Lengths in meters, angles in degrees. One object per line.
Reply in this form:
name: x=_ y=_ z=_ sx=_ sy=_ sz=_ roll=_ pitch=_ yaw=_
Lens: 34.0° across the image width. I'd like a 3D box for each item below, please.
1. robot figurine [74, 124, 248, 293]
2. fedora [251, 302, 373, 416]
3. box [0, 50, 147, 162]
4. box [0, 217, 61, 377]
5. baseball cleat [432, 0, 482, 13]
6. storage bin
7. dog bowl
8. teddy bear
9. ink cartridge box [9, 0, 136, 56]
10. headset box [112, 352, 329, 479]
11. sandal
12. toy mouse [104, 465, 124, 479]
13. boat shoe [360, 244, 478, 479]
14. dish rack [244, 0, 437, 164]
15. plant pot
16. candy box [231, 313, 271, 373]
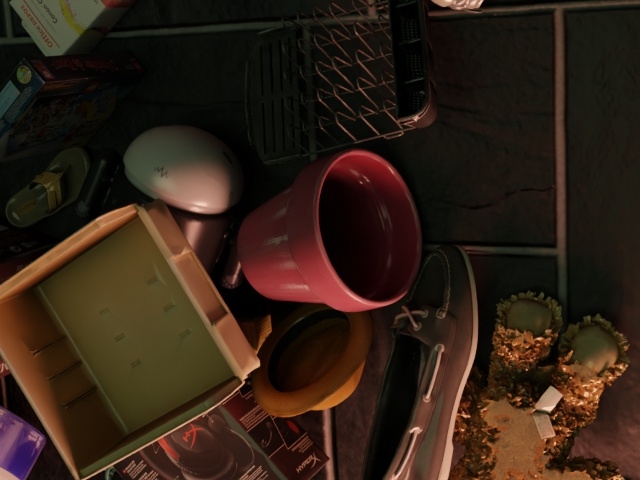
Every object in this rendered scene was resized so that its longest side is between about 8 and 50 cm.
robot figurine: x=-0.211 y=-0.023 z=1.426 sx=0.173 sy=0.209 sz=0.278 roll=53 pitch=126 yaw=50
fedora: x=0.001 y=0.165 z=1.403 sx=0.194 sy=0.194 sz=0.079 roll=-19 pitch=134 yaw=26
box: x=-0.355 y=-0.183 z=1.415 sx=0.044 sy=0.233 sz=0.159 roll=49 pitch=116 yaw=7
box: x=-0.519 y=0.084 z=1.585 sx=0.167 sy=0.168 sz=0.203 roll=19 pitch=109 yaw=18
baseball cleat: x=0.191 y=-0.372 z=1.230 sx=0.109 sy=0.072 sz=0.206 roll=14 pitch=104 yaw=-3
storage bin: x=-0.252 y=0.121 z=1.313 sx=0.260 sy=0.123 sz=0.262 roll=-31 pitch=90 yaw=27
dog bowl: x=-0.560 y=0.289 z=1.600 sx=0.265 sy=0.265 sz=0.104 roll=20 pitch=67 yaw=19
teddy bear: x=0.261 y=0.231 z=1.317 sx=0.245 sy=0.113 sz=0.338 roll=5 pitch=96 yaw=17
ink cartridge box: x=-0.354 y=-0.331 z=1.474 sx=0.198 sy=0.067 sz=0.115 roll=-41 pitch=84 yaw=26
headset box: x=-0.169 y=0.272 z=1.446 sx=0.293 sy=0.110 sz=0.218 roll=47 pitch=116 yaw=8
sandal: x=-0.411 y=-0.074 z=1.565 sx=0.180 sy=0.049 sz=0.072 roll=-33 pitch=88 yaw=20
toy mouse: x=-0.309 y=0.333 z=1.624 sx=0.143 sy=0.031 sz=0.161 roll=-27 pitch=90 yaw=26
boat shoe: x=0.120 y=0.167 z=1.304 sx=0.112 sy=0.095 sz=0.335 roll=5 pitch=87 yaw=65
dish rack: x=0.016 y=-0.209 z=1.294 sx=0.271 sy=0.074 sz=0.208 roll=-12 pitch=70 yaw=26
plant pot: x=0.000 y=0.000 z=1.332 sx=0.180 sy=0.201 sz=0.201 roll=-16 pitch=95 yaw=42
candy box: x=-0.121 y=0.199 z=1.498 sx=0.109 sy=0.053 sz=0.187 roll=1 pitch=101 yaw=24
